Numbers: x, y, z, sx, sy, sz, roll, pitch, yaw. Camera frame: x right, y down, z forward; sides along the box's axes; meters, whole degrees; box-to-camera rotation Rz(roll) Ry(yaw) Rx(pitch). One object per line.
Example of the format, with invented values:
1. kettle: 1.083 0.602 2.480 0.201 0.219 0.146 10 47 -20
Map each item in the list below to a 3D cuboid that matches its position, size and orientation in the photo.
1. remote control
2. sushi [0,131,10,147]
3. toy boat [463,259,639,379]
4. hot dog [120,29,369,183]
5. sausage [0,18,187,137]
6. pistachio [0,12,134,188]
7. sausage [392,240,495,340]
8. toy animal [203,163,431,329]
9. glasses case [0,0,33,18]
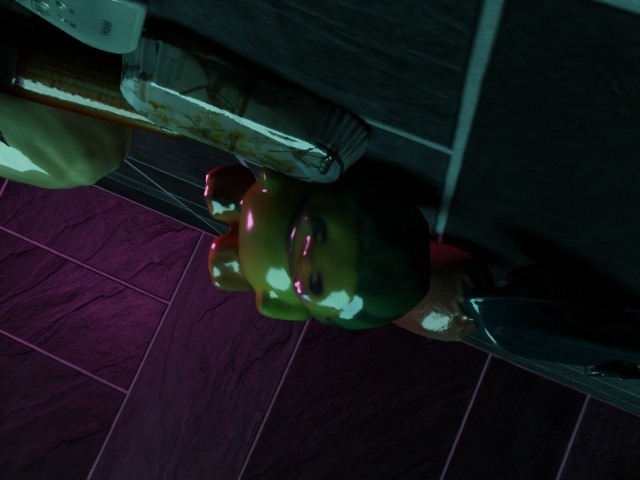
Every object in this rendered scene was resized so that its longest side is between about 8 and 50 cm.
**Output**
1. remote control: -0.268 -0.247 0.493 0.313 0.055 0.109 31 167 -15
2. sushi: -0.376 -0.216 0.568 0.264 0.050 0.290 38 163 -9
3. toy boat: 0.292 0.095 0.844 0.296 0.122 0.114 16 155 -30
4. hot dog: -0.075 -0.126 0.664 0.253 0.069 0.131 22 161 -5
5. sausage: -0.226 -0.163 0.728 0.264 0.083 0.083 14 176 -20
6. pistachio: -0.376 -0.181 0.804 0.318 0.214 0.193 35 -149 -23
7. sausage: 0.158 0.068 1.028 0.148 0.148 0.254 29 173 -33
8. toy animal: 0.003 0.000 0.869 0.191 0.216 0.338 -6 -169 -41
9. glasses case: -0.316 -0.251 0.618 0.063 0.041 0.164 21 175 1
